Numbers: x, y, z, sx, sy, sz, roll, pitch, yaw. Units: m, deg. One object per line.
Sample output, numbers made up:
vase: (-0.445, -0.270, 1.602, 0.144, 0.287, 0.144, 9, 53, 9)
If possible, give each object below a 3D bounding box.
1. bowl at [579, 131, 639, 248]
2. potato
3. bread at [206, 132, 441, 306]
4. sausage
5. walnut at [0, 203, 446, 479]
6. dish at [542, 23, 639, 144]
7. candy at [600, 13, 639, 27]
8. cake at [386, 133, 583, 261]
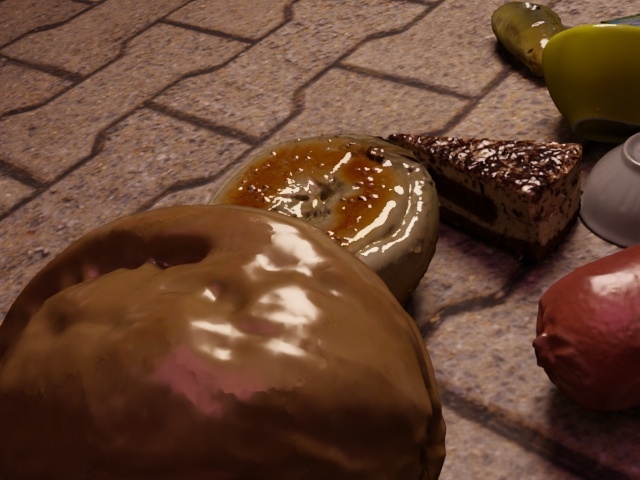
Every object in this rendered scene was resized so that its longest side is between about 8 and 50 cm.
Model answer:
bowl: (0.408, -0.079, 0.976, 0.188, 0.086, 0.189, -8, 40, 6)
potato: (0.341, -0.327, 1.288, 0.105, 0.085, 0.188, -15, 44, 2)
bread: (0.000, 0.000, 0.944, 0.305, 0.159, 0.306, -11, 39, 9)
sausage: (0.318, 0.077, 0.779, 0.254, 0.148, 0.148, -20, 40, -16)
walnut: (-0.083, 0.152, 0.666, 0.383, 0.384, 0.384, -8, 40, 7)
dish: (0.416, -0.186, 1.056, 0.262, 0.221, 0.109, 10, 85, 15)
candy: (0.487, -0.294, 1.174, 0.097, 0.062, 0.194, -11, 19, 4)
cake: (0.215, -0.081, 1.018, 0.135, 0.112, 0.246, -32, 40, -25)
